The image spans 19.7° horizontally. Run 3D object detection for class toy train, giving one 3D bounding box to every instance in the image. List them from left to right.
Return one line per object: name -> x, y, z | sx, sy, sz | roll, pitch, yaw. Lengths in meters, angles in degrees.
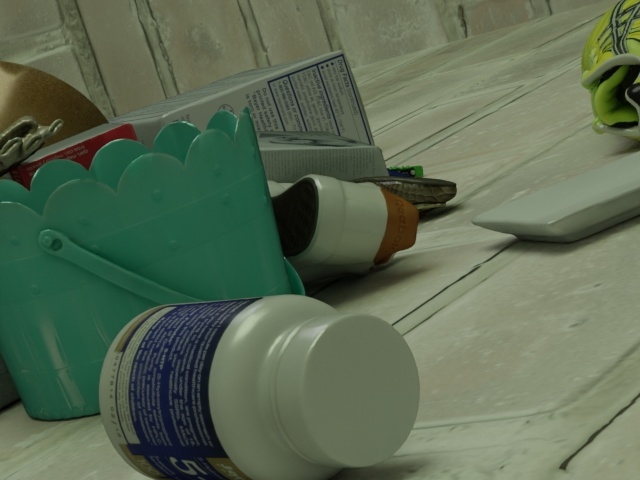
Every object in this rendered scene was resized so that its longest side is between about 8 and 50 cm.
toy train -> 0.092, -0.078, 2.124 | 0.024, 0.017, 0.083 | -11, 5, -25

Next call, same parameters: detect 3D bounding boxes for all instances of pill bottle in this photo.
pill bottle -> -0.035, 0.087, 1.062 | 0.112, 0.112, 0.187 | -25, 11, -37

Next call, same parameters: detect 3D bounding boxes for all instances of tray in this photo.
tray -> 0.273, -0.049, 1.548 | 0.270, 0.030, 0.145 | -21, 10, -20

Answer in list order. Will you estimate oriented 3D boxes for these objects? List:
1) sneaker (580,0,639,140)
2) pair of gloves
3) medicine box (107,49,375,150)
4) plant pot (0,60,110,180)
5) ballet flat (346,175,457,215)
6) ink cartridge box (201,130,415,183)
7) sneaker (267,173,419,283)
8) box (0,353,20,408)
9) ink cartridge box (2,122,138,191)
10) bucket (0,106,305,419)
sneaker -> 0.322, -0.175, 1.857 | 0.147, 0.145, 0.385 | -19, 7, -8
pair of gloves -> -0.356, -0.031, 1.739 | 0.240, 0.042, 0.204 | -41, 6, -26
medicine box -> -0.123, -0.134, 2.459 | 0.289, 0.149, 0.263 | -22, 10, -27
plant pot -> -0.371, -0.027, 2.037 | 0.237, 0.237, 0.254 | -13, 42, 30
ballet flat -> 0.031, -0.031, 1.870 | 0.250, 0.058, 0.084 | -4, -7, 36
ink cartridge box -> -0.014, -0.093, 2.032 | 0.224, 0.045, 0.223 | -1, 8, -17
sneaker -> 0.000, 0.000, 1.662 | 0.123, 0.106, 0.290 | 6, -3, -21
box -> -0.361, 0.096, 1.556 | 0.163, 0.142, 0.247 | -11, 12, 39
ink cartridge box -> -0.233, -0.018, 1.892 | 0.127, 0.176, 0.128 | -24, 10, -17
bucket -> -0.154, 0.017, 1.500 | 0.281, 0.183, 0.281 | -18, 10, 3
